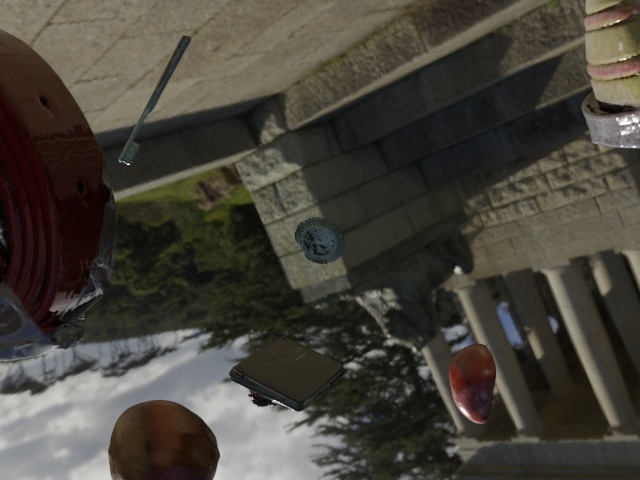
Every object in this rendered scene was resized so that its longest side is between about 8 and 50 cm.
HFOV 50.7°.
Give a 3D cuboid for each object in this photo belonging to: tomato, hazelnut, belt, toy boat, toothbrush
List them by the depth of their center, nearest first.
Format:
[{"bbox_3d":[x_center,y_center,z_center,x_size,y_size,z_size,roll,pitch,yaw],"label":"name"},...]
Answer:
[{"bbox_3d":[-0.316,-0.042,0.608,0.227,0.324,0.115,-22,-174,15],"label":"belt"},{"bbox_3d":[-0.236,-0.205,0.975,0.219,0.019,0.016,-69,-169,-17],"label":"toothbrush"},{"bbox_3d":[0.486,-0.278,1.100,0.111,0.293,0.276,-15,-147,9],"label":"toy boat"},{"bbox_3d":[-0.289,0.400,1.264,0.214,0.214,0.176,-26,156,-41],"label":"hazelnut"},{"bbox_3d":[0.343,0.324,1.571,0.082,0.166,0.174,4,-162,-4],"label":"tomato"}]

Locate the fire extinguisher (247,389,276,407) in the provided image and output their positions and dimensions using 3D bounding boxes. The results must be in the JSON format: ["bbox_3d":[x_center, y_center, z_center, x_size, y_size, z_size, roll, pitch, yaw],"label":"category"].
[{"bbox_3d":[-0.130,0.303,1.402,0.050,0.062,0.177,-64,-162,5],"label":"fire extinguisher"}]

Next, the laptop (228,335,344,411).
[{"bbox_3d":[-0.054,0.242,1.255,0.154,0.026,0.207,21,-162,20],"label":"laptop"}]

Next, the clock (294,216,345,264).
[{"bbox_3d":[0.000,0.000,0.978,0.083,0.074,0.010,-24,-167,39],"label":"clock"}]
